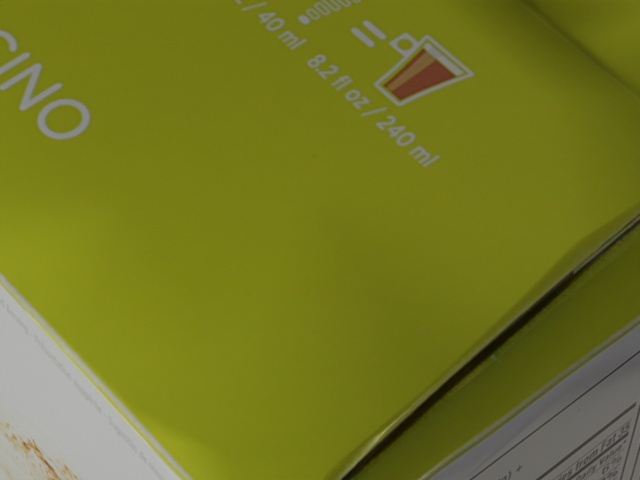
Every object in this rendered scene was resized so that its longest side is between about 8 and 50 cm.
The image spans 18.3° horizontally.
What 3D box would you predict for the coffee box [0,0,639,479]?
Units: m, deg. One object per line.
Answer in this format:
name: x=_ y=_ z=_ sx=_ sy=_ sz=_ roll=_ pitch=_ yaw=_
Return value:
coffee box: x=0.000 y=0.000 z=0.764 sx=0.338 sy=0.337 sz=0.334 roll=-33 pitch=-29 yaw=-24
